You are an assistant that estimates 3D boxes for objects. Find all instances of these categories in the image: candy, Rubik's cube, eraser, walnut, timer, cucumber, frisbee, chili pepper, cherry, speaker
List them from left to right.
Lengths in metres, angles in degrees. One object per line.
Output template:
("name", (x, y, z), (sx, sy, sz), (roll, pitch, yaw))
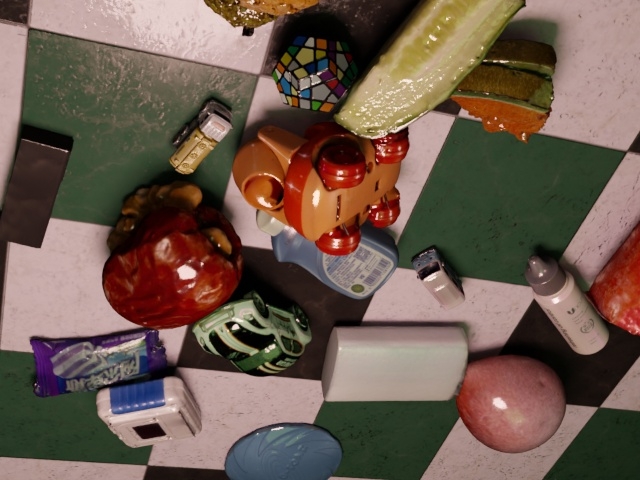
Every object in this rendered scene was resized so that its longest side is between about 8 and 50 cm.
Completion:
("speaker", (-0.479, -0.085, 1.358), (0.082, 0.044, 0.218), (14, 127, -21))
("candy", (-0.448, 0.248, 1.636), (0.275, 0.070, 0.145), (-4, 122, -5))
("timer", (-0.352, 0.369, 1.701), (0.178, 0.078, 0.253), (-11, 151, -2))
("walnut", (-0.270, 0.032, 1.404), (0.269, 0.222, 0.244), (-34, 96, 28))
("frisbee", (-0.086, 0.545, 1.963), (0.289, 0.049, 0.289), (-5, 131, -6))
("Rubik's cube", (-0.009, -0.257, 1.252), (0.112, 0.133, 0.133), (-27, 136, -25))
("eraser", (0.158, 0.266, 1.735), (0.290, 0.104, 0.189), (2, 134, -12))
("cucumber", (0.159, -0.285, 1.234), (0.145, 0.105, 0.325), (40, 107, -4))
("cherry", (0.410, 0.359, 1.785), (0.239, 0.206, 0.239), (-14, 155, -6))
("chili pepper", (0.682, 0.060, 1.552), (0.229, 0.251, 0.305), (20, 118, -18))

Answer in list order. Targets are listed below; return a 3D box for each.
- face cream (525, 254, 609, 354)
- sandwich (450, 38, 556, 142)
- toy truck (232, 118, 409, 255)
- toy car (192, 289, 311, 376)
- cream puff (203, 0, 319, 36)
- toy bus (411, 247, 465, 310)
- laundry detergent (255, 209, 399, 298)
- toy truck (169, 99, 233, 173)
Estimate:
("face cream", (0.503, 0.123, 1.686), (0.092, 0.092, 0.311), (-31, 128, 16))
("sandwich", (0.288, -0.248, 1.326), (0.184, 0.109, 0.160), (11, 162, 6))
("toy truck", (0.000, -0.116, 1.349), (0.265, 0.239, 0.189), (-33, 139, -39))
("toy car", (-0.118, 0.190, 1.551), (0.136, 0.125, 0.306), (-29, 159, 14))
("cream puff", (-0.091, -0.362, 1.124), (0.183, 0.183, 0.169), (25, 134, -28))
("toy bus", (0.236, 0.080, 1.608), (0.060, 0.075, 0.123), (-31, 129, 16))
("laundry detergent", (0.000, 0.000, 1.494), (0.290, 0.094, 0.143), (28, 124, -26))
("toy truck", (-0.195, -0.166, 1.328), (0.052, 0.063, 0.123), (31, 119, -30))
